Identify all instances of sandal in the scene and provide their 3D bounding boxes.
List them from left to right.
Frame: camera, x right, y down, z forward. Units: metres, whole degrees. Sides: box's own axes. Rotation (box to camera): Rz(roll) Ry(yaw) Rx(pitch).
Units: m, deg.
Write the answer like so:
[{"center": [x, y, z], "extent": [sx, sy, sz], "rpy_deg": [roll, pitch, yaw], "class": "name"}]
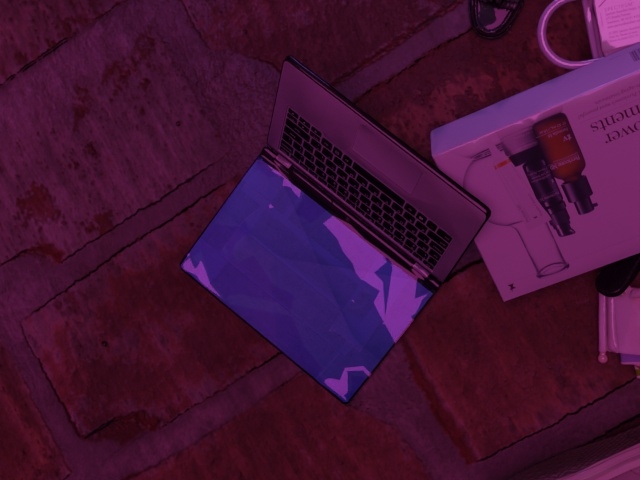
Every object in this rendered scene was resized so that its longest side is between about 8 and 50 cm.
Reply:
[{"center": [0.496, 0.020, 1.561], "extent": [0.179, 0.040, 0.067], "rpy_deg": [-50, 41, -7], "class": "sandal"}]

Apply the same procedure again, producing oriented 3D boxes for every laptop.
[{"center": [0.000, 0.000, 1.573], "extent": [0.382, 0.408, 0.236], "rpy_deg": [38, 65, 9], "class": "laptop"}]

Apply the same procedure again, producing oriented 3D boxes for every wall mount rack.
[{"center": [0.486, -0.382, 1.479], "extent": [0.349, 0.130, 0.304], "rpy_deg": [-11, 93, 12], "class": "wall mount rack"}]

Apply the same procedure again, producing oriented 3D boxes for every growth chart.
[{"center": [0.540, 0.146, 1.542], "extent": [0.237, 0.021, 0.172], "rpy_deg": [8, 101, 26], "class": "growth chart"}]

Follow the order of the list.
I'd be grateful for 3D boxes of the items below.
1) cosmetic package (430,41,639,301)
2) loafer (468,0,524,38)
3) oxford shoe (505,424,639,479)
[{"center": [0.391, -0.100, 1.484], "extent": [0.377, 0.097, 0.284], "rpy_deg": [-22, 118, 17], "class": "cosmetic package"}, {"center": [0.294, -0.455, 1.573], "extent": [0.096, 0.084, 0.268], "rpy_deg": [18, 95, 10], "class": "loafer"}, {"center": [0.450, 0.375, 1.532], "extent": [0.449, 0.169, 0.130], "rpy_deg": [-21, 89, 6], "class": "oxford shoe"}]
